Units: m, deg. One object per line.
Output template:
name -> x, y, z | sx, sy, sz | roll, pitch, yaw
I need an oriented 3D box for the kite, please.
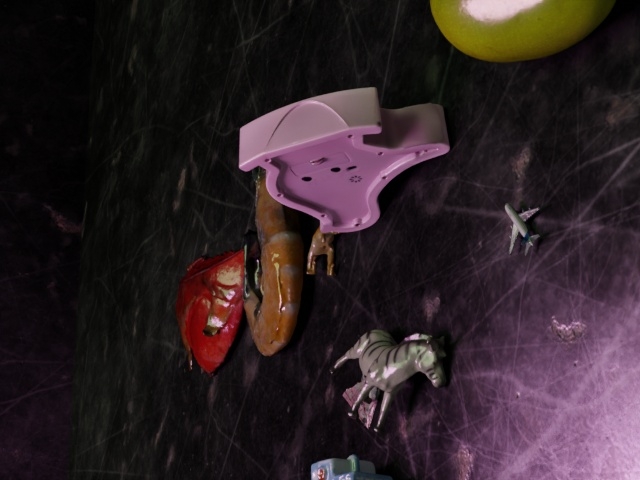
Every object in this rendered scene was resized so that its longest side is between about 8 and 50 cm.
kite -> 0.068, 0.222, 1.635 | 0.139, 0.011, 0.157 | -38, 48, 52

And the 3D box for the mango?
mango -> 0.251, -0.308, 1.268 | 0.293, 0.143, 0.175 | -3, 120, 60

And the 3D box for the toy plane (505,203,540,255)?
toy plane -> 0.253, -0.019, 1.314 | 0.084, 0.024, 0.078 | -102, 32, -50

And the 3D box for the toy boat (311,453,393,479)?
toy boat -> -0.006, 0.408, 1.559 | 0.332, 0.145, 0.133 | -34, 51, 49

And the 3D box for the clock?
clock -> 0.062, -0.125, 1.589 | 0.290, 0.275, 0.080 | -16, 58, 22

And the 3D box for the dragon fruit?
dragon fruit -> -0.246, 0.150, 2.223 | 0.343, 0.100, 0.282 | 165, 108, -64

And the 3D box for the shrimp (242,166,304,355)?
shrimp -> -0.099, 0.007, 1.993 | 0.272, 0.085, 0.445 | 132, 138, -59

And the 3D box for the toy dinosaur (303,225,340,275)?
toy dinosaur -> 0.000, 0.000, 1.827 | 0.162, 0.039, 0.126 | -176, 94, -71

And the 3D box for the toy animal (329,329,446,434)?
toy animal -> 0.098, 0.179, 1.515 | 0.176, 0.073, 0.217 | -59, 23, 10
